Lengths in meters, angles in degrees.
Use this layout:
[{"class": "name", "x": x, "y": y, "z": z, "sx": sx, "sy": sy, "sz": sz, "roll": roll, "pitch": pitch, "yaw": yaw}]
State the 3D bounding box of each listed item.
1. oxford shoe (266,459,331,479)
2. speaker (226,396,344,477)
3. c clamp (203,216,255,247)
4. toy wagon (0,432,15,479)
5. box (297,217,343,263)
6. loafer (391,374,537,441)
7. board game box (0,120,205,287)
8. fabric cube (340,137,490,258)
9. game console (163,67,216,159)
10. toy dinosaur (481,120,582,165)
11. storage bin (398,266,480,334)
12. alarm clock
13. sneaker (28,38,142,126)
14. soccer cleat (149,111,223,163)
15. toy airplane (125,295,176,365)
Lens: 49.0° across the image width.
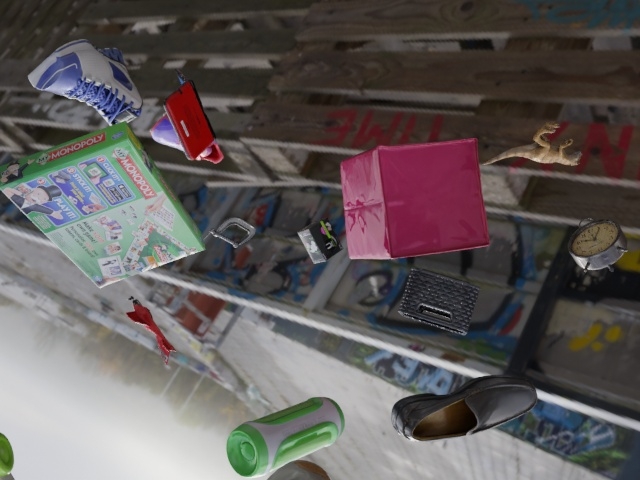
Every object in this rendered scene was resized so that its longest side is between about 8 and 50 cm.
[{"class": "oxford shoe", "x": -0.118, "y": 0.499, "z": 1.098, "sx": 0.169, "sy": 0.130, "sz": 0.449, "roll": 38, "pitch": 113, "yaw": -11}, {"class": "speaker", "x": -0.076, "y": 0.454, "z": 1.643, "sx": 0.131, "sy": 0.131, "sz": 0.297, "roll": 12, "pitch": -168, "yaw": 39}, {"class": "c clamp", "x": -0.281, "y": -0.019, "z": 2.177, "sx": 0.161, "sy": 0.137, "sz": 0.022, "roll": 25, "pitch": -156, "yaw": -50}, {"class": "toy wagon", "x": -0.501, "y": 0.395, "z": 0.925, "sx": 0.068, "sy": 0.267, "sz": 0.344, "roll": -118, "pitch": 11, "yaw": -66}, {"class": "box", "x": 0.000, "y": 0.000, "z": 1.598, "sx": 0.052, "sy": 0.062, "sz": 0.083, "roll": -14, "pitch": 106, "yaw": 55}, {"class": "loafer", "x": 0.168, "y": 0.195, "z": 0.788, "sx": 0.061, "sy": 0.170, "sz": 0.062, "roll": -138, "pitch": 34, "yaw": -81}, {"class": "board game box", "x": -0.351, "y": -0.046, "z": 1.179, "sx": 0.317, "sy": 0.214, "sz": 0.046, "roll": 68, "pitch": -177, "yaw": -54}, {"class": "fabric cube", "x": 0.213, "y": -0.093, "z": 1.665, "sx": 0.254, "sy": 0.259, "sz": 0.258, "roll": -6, "pitch": 180, "yaw": -16}, {"class": "game console", "x": -0.277, "y": -0.255, "z": 1.421, "sx": 0.085, "sy": 0.124, "sz": 0.144, "roll": 12, "pitch": 139, "yaw": 33}, {"class": "toy dinosaur", "x": 0.462, "y": -0.192, "z": 1.492, "sx": 0.212, "sy": 0.064, "sz": 0.112, "roll": 4, "pitch": 120, "yaw": -2}, {"class": "storage bin", "x": 0.214, "y": 0.111, "z": 1.265, "sx": 0.122, "sy": 0.084, "sz": 0.180, "roll": 17, "pitch": 173, "yaw": 12}, {"class": "alarm clock", "x": 0.673, "y": 0.001, "z": 1.716, "sx": 0.129, "sy": 0.192, "sz": 0.064, "roll": -30, "pitch": 120, "yaw": 21}, {"class": "sneaker", "x": -0.513, "y": -0.358, "z": 1.652, "sx": 0.182, "sy": 0.127, "sz": 0.315, "roll": 55, "pitch": -161, "yaw": -2}, {"class": "soccer cleat", "x": -0.293, "y": -0.226, "z": 1.576, "sx": 0.095, "sy": 0.083, "sz": 0.248, "roll": 44, "pitch": -171, "yaw": 10}, {"class": "toy airplane", "x": -0.321, "y": 0.167, "z": 1.339, "sx": 0.151, "sy": 0.028, "sz": 0.151, "roll": 56, "pitch": 176, "yaw": 5}]
